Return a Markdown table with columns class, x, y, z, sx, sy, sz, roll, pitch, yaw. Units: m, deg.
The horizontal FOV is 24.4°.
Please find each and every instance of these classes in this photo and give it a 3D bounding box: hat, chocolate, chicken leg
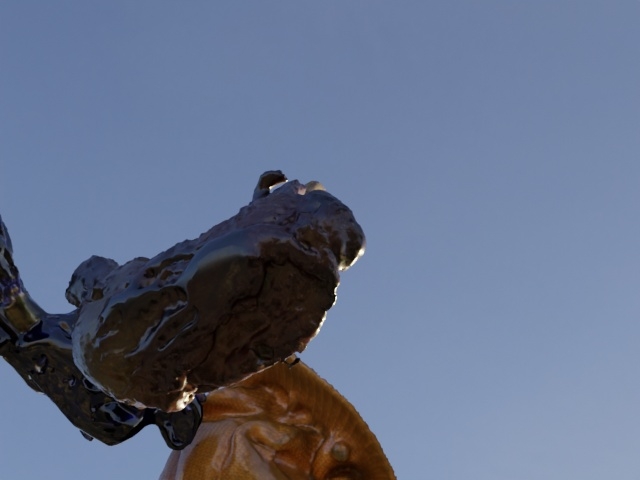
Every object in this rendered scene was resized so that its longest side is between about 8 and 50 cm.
| class | x | y | z | sx | sy | sz | roll | pitch | yaw |
| --- | --- | --- | --- | --- | --- | --- | --- | --- | --- |
| hat | -0.091 | 0.239 | 1.315 | 0.233 | 0.233 | 0.244 | -14 | -77 | 55 |
| chocolate | -0.250 | 0.075 | 1.297 | 0.343 | 0.148 | 0.126 | 41 | -39 | 5 |
| chicken leg | -0.092 | 0.031 | 1.022 | 0.322 | 0.177 | 0.083 | -26 | -58 | 36 |

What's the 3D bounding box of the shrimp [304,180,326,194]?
| class | x | y | z | sx | sy | sz | roll | pitch | yaw |
| --- | --- | --- | --- | --- | --- | --- | --- | --- | --- |
| shrimp | -0.007 | -0.001 | 1.855 | 0.045 | 0.095 | 0.162 | -1 | -59 | 14 |
